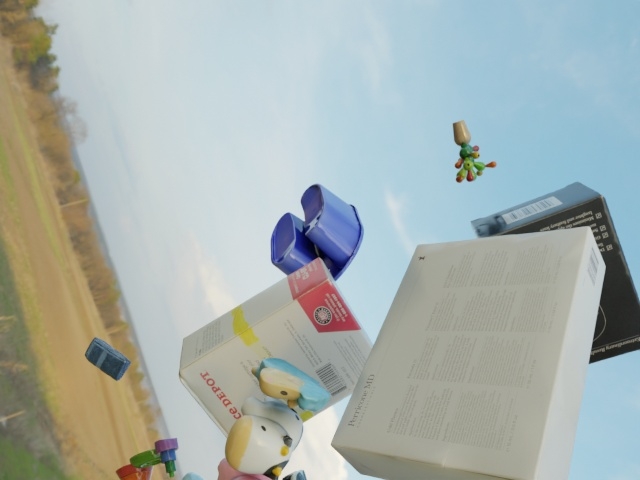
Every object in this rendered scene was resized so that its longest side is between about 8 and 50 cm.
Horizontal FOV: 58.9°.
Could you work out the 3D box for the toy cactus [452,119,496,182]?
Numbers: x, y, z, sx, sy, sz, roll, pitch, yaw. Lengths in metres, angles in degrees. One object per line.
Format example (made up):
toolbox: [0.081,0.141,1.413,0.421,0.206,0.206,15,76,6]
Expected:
toy cactus: [0.429,-0.258,1.636,0.112,0.219,0.181,-12,-78,30]

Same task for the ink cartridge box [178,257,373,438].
ink cartridge box: [-0.089,0.264,1.301,0.279,0.384,0.160,59,1,-21]

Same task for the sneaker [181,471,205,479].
sneaker: [-0.394,0.893,1.758,0.150,0.135,0.366,27,-71,63]

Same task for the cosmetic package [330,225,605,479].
cosmetic package: [0.213,0.156,0.792,0.284,0.377,0.097,-5,-47,41]

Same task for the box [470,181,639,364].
box: [0.590,0.098,1.419,0.212,0.293,0.396,-58,126,-73]

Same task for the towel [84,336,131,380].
towel: [-0.561,0.311,1.487,0.119,0.067,0.029,31,3,11]

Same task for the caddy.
caddy: [0.000,0.000,1.543,0.179,0.241,0.341,38,18,-21]

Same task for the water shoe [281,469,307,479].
water shoe: [-0.095,0.849,1.976,0.203,0.080,0.073,73,-2,-71]

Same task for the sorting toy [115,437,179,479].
sorting toy: [-0.508,0.707,1.704,0.365,0.127,0.126,-44,-126,41]

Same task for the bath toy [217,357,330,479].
bath toy: [-0.092,0.347,0.794,0.129,0.151,0.349,24,-82,31]
